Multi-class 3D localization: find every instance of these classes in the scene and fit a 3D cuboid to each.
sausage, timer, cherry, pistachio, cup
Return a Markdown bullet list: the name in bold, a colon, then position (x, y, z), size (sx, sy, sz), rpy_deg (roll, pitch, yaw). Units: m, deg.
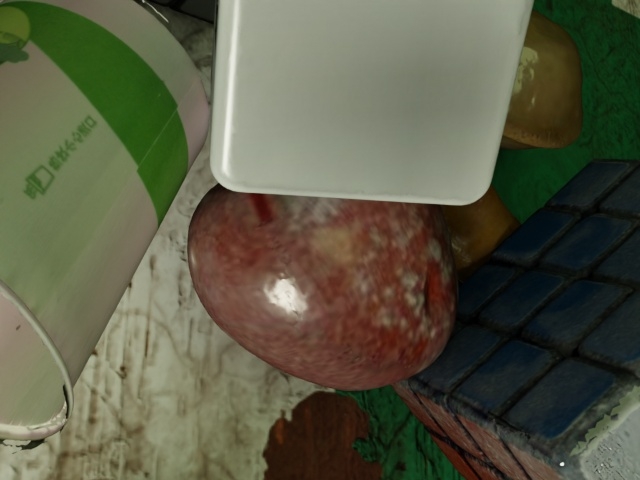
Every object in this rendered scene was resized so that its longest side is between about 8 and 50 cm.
- **sausage**: position (0.196, 0.012, 0.964), size (0.270, 0.109, 0.109), rpy_deg (43, 56, -18)
- **timer**: position (0.022, -0.153, 0.616), size (0.193, 0.194, 0.195), rpy_deg (3, 30, -9)
- **cherry**: position (0.000, 0.000, 0.762), size (0.236, 0.213, 0.285), rpy_deg (-48, 111, -20)
- **pistachio**: position (0.182, -0.187, 0.982), size (0.261, 0.162, 0.212), rpy_deg (0, 42, -33)
- **cup**: position (-0.216, -0.035, 0.609), size (0.253, 0.253, 0.274), rpy_deg (44, 48, -16)

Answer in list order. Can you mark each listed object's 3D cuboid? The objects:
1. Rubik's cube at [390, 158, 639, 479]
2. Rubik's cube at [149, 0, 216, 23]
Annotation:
- **Rubik's cube**: position (0.320, 0.155, 0.786), size (0.337, 0.344, 0.343), rpy_deg (-40, 107, -11)
- **Rubik's cube**: position (-0.138, -0.406, 0.741), size (0.293, 0.287, 0.291), rpy_deg (12, 69, -32)
